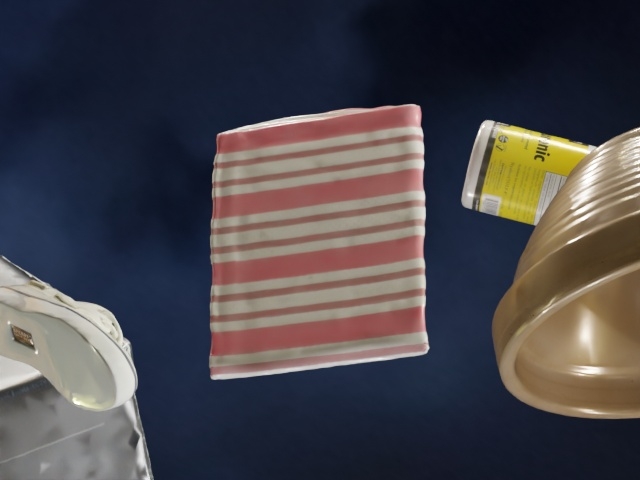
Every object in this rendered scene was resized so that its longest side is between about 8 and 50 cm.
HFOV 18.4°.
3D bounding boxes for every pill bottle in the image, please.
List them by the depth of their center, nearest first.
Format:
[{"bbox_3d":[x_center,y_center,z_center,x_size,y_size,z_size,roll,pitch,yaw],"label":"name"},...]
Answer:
[{"bbox_3d":[0.162,-0.040,1.385,0.116,0.065,0.065,15,-103,6],"label":"pill bottle"}]

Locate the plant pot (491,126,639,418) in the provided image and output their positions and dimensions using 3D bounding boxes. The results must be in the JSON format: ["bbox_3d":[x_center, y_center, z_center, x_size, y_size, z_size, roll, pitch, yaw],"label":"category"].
[{"bbox_3d":[0.208,0.005,1.118,0.237,0.237,0.110,-19,-119,19],"label":"plant pot"}]

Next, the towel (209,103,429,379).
[{"bbox_3d":[0.000,0.000,1.295,0.144,0.029,0.197,-8,-123,12],"label":"towel"}]

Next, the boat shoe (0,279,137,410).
[{"bbox_3d":[-0.093,0.036,0.753,0.100,0.035,0.035,18,-58,50],"label":"boat shoe"}]

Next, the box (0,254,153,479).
[{"bbox_3d":[-0.369,0.328,1.558,0.479,0.472,0.297,-19,-156,-24],"label":"box"}]
